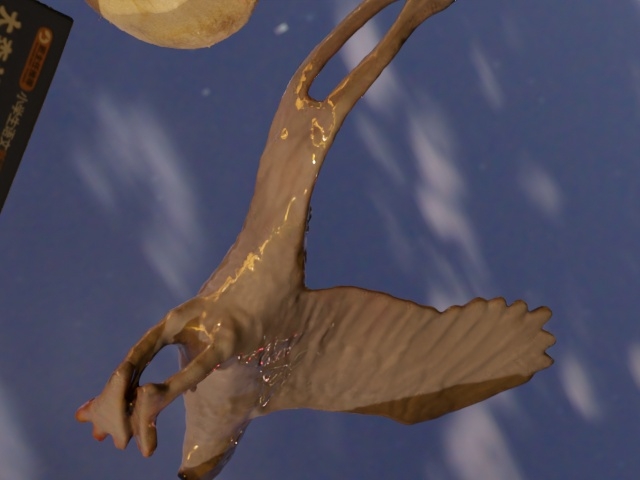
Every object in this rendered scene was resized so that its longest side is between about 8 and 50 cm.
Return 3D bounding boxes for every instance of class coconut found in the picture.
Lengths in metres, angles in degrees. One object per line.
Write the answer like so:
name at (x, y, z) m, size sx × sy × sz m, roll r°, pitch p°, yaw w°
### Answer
coconut at (-0.133, -0.267, 1.666) m, size 0.194 × 0.194 × 0.194 m, roll 41°, pitch -147°, yaw -35°

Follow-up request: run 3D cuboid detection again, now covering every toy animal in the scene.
toy animal at (-0.016, 0.015, 1.096) m, size 0.302 × 0.225 × 0.284 m, roll -39°, pitch -35°, yaw -30°

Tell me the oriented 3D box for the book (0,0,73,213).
book at (-0.369, -0.145, 1.471) m, size 0.322 × 0.018 × 0.228 m, roll 24°, pitch -96°, yaw -38°
